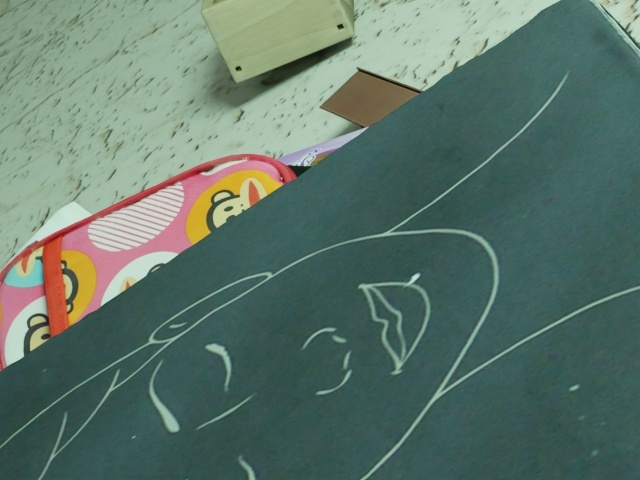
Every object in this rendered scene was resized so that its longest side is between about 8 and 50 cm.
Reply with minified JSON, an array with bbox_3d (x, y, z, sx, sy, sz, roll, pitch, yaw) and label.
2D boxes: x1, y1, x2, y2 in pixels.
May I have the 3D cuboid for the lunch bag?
[{"bbox_3d":[-0.090,0.112,0.985,0.258,0.120,0.293,-23,54,11],"label":"lunch bag"}]

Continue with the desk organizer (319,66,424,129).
[{"bbox_3d":[0.053,-0.102,1.387,0.050,0.047,0.130,-44,27,-7],"label":"desk organizer"}]

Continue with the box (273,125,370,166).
[{"bbox_3d":[0.000,0.000,1.274,0.293,0.057,0.201,-17,33,35],"label":"box"}]

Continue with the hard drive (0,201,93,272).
[{"bbox_3d":[-0.130,0.124,1.082,0.307,0.040,0.203,34,76,33],"label":"hard drive"}]

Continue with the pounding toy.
[{"bbox_3d":[-0.001,-0.256,1.661,0.206,0.094,0.181,-21,24,11],"label":"pounding toy"}]

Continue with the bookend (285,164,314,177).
[{"bbox_3d":[-0.056,0.043,1.158,0.157,0.156,0.072,-17,-9,36],"label":"bookend"}]

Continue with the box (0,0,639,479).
[{"bbox_3d":[0.029,0.220,0.612,0.472,0.297,0.480,-31,29,8],"label":"box"}]
